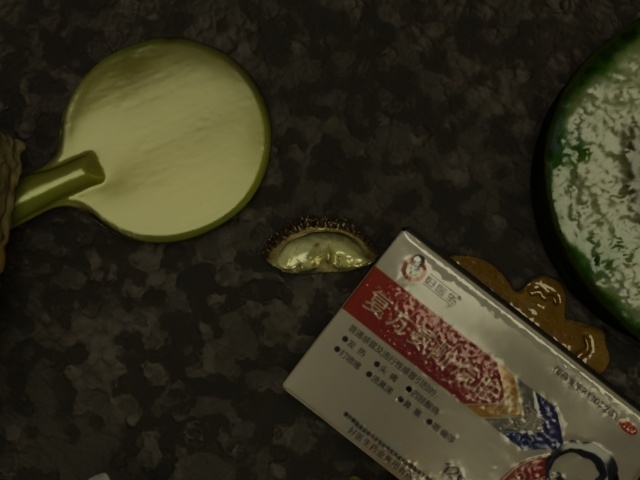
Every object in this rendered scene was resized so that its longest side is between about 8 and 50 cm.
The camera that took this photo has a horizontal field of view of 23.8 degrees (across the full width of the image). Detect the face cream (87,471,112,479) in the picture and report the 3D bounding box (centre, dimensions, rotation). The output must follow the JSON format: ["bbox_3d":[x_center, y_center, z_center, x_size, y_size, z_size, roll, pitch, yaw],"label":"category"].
[{"bbox_3d":[-0.118,0.392,1.515,0.145,0.145,0.370,-40,104,-4],"label":"face cream"}]

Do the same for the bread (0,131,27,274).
[{"bbox_3d":[-0.518,0.023,1.492,0.390,0.279,0.371,7,83,13],"label":"bread"}]

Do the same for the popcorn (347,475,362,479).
[{"bbox_3d":[0.054,0.340,1.584,0.173,0.142,0.174,-3,99,-22],"label":"popcorn"}]

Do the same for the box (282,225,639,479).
[{"bbox_3d":[0.162,0.175,1.601,0.353,0.069,0.214,38,98,1],"label":"box"}]

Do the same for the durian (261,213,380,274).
[{"bbox_3d":[0.000,0.003,1.649,0.130,0.052,0.066,-2,87,-2],"label":"durian"}]

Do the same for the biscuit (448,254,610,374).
[{"bbox_3d":[0.186,0.107,1.650,0.248,0.035,0.184,31,85,3],"label":"biscuit"}]

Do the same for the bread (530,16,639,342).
[{"bbox_3d":[0.412,-0.059,1.621,0.366,0.129,0.382,16,85,0],"label":"bread"}]

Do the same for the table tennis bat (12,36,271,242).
[{"bbox_3d":[-0.229,-0.083,1.657,0.368,0.054,0.224,-24,83,-7],"label":"table tennis bat"}]
